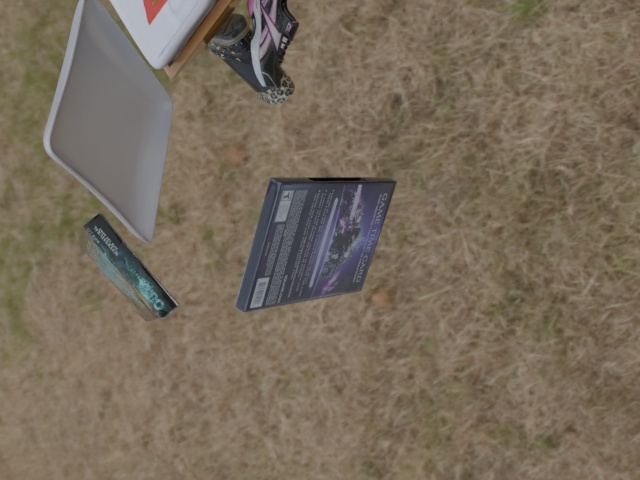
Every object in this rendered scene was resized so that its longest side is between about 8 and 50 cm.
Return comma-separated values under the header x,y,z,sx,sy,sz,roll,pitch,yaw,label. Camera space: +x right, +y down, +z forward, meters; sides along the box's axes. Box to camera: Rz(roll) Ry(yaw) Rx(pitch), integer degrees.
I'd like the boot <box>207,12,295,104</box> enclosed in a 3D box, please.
x,y,z,sx,sy,sz,roll,pitch,yaw,label
-0.151,-0.353,1.610,0.179,0.085,0.236,49,174,-29,boot

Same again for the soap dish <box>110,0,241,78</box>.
x,y,z,sx,sy,sz,roll,pitch,yaw,label
-0.249,-0.441,1.330,0.291,0.118,0.229,57,138,4,soap dish

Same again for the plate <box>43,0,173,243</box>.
x,y,z,sx,sy,sz,roll,pitch,yaw,label
-0.310,-0.172,1.228,0.045,0.278,0.277,-6,61,17,plate

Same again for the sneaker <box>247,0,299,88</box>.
x,y,z,sx,sy,sz,roll,pitch,yaw,label
-0.072,-0.335,1.358,0.077,0.072,0.178,0,111,10,sneaker

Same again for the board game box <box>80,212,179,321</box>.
x,y,z,sx,sy,sz,roll,pitch,yaw,label
-0.218,0.036,0.935,0.126,0.026,0.186,50,163,-5,board game box

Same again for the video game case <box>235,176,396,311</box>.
x,y,z,sx,sy,sz,roll,pitch,yaw,label
0.000,0.000,1.242,0.026,0.274,0.196,29,111,34,video game case

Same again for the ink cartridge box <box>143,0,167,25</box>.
x,y,z,sx,sy,sz,roll,pitch,yaw,label
-0.186,-0.394,0.982,0.189,0.066,0.232,-46,38,26,ink cartridge box
